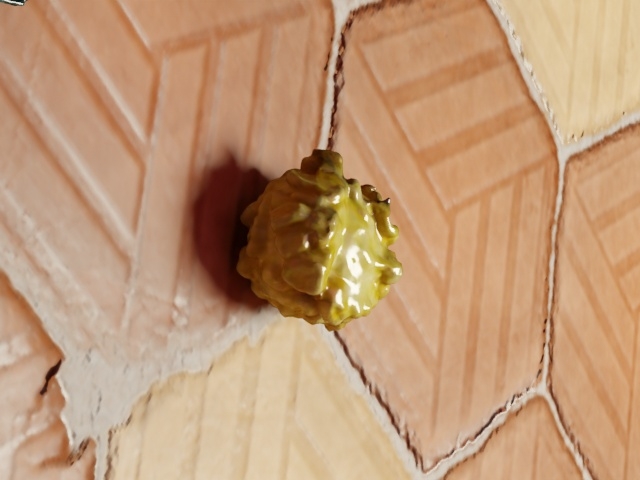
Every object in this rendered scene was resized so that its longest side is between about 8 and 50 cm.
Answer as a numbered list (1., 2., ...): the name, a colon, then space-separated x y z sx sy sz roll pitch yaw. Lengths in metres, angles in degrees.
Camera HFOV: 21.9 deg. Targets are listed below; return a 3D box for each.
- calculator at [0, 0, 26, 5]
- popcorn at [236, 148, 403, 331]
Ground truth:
1. calculator: -0.122 -0.173 0.603 0.057 0.018 0.172 3 86 -57
2. popcorn: 0.000 0.000 0.746 0.082 0.057 0.083 -12 103 -49
